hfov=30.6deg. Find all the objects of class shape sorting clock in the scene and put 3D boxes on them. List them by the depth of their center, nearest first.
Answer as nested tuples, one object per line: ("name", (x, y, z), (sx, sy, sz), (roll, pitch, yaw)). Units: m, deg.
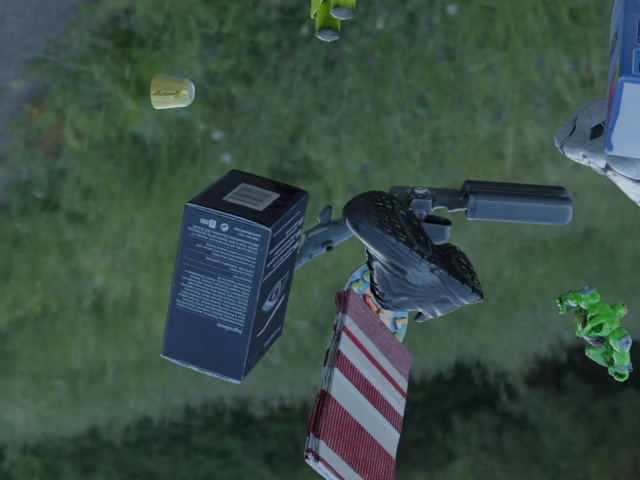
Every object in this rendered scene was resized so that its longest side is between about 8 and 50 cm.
("shape sorting clock", (0.109, 0.147, 2.357), (0.206, 0.206, 0.040), (17, 170, -40))

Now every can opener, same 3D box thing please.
("can opener", (0.237, -0.040, 1.781), (0.283, 0.095, 0.076), (4, -153, -3))

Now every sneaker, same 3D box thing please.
("sneaker", (0.110, 0.038, 1.617), (0.130, 0.109, 0.286), (-33, 133, 21))
("sneaker", (0.580, -0.135, 2.175), (0.210, 0.137, 0.366), (45, -178, -22))

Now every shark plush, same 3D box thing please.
("shark plush", (0.000, 0.000, 1.926), (0.161, 0.073, 0.067), (-28, -150, -31))

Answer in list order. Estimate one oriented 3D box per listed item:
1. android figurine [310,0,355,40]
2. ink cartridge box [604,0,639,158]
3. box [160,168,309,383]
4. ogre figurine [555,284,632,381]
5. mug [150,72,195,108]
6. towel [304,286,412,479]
("android figurine", (0.034, -0.483, 1.973), (0.056, 0.273, 0.248), (10, 160, -14))
("ink cartridge box", (0.564, -0.288, 1.718), (0.270, 0.395, 0.151), (9, 136, 7))
("box", (-0.101, 0.040, 1.400), (0.108, 0.207, 0.153), (17, -158, 11))
("ogre figurine", (0.528, 0.165, 2.214), (0.097, 0.197, 0.118), (-9, 154, -10))
("mug", (-0.254, -0.251, 2.015), (0.064, 0.078, 0.062), (5, 141, 13))
("towel", (0.068, 0.274, 1.945), (0.037, 0.329, 0.237), (-12, 137, 31))
